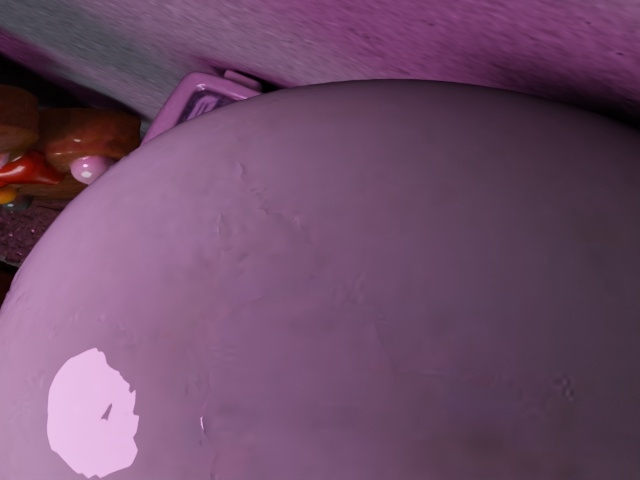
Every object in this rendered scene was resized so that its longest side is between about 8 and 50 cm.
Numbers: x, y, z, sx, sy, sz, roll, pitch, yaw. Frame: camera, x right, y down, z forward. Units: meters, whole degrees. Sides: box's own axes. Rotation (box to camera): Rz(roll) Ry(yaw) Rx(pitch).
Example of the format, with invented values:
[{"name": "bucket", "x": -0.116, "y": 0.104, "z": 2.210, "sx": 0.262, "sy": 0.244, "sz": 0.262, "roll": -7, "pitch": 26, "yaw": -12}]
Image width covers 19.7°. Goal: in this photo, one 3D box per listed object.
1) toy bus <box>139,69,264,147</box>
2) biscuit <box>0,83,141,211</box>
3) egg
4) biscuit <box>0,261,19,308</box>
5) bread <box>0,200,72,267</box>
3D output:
[{"name": "toy bus", "x": 0.000, "y": 0.000, "z": 0.981, "sx": 0.138, "sy": 0.097, "sz": 0.342, "roll": 27, "pitch": 177, "yaw": 15}, {"name": "biscuit", "x": -0.212, "y": -0.052, "z": 1.149, "sx": 0.205, "sy": 0.049, "sz": 0.324, "roll": -1, "pitch": 172, "yaw": 0}, {"name": "egg", "x": 0.066, "y": 0.091, "z": 0.650, "sx": 0.389, "sy": 0.276, "sz": 0.276, "roll": 24, "pitch": 174, "yaw": -28}, {"name": "biscuit", "x": -0.324, "y": 0.032, "z": 1.781, "sx": 0.366, "sy": 0.268, "sz": 0.115, "roll": 11, "pitch": 125, "yaw": 35}, {"name": "bread", "x": -0.146, "y": 0.001, "z": 1.496, "sx": 0.183, "sy": 0.102, "sz": 0.337, "roll": 23, "pitch": 173, "yaw": -39}]
